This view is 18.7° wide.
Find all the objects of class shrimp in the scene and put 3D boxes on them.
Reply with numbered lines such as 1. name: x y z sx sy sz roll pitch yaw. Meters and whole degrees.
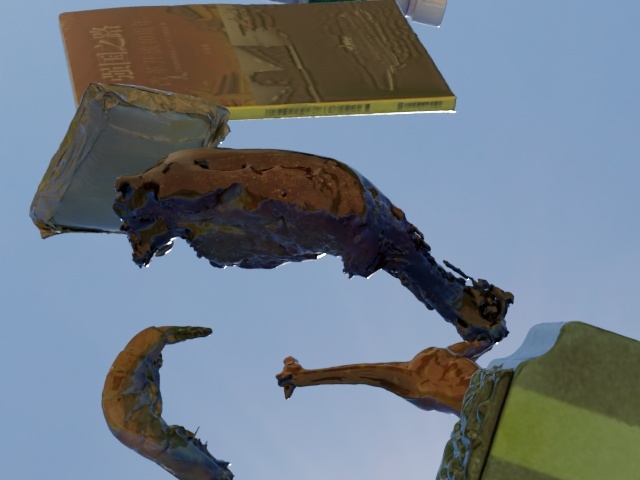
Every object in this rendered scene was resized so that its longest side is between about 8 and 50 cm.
1. shrimp: -0.154 0.213 2.461 0.051 0.262 0.198 -19 -143 55

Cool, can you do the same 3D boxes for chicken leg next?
1. chicken leg: 0.000 0.000 1.154 0.253 0.106 0.051 17 -135 -4

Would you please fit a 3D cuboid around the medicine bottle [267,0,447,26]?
1. medicine bottle: 0.035 -0.334 2.506 0.260 0.095 0.095 10 -151 -3

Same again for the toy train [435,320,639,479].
1. toy train: 0.188 0.199 1.289 0.167 0.238 0.299 144 -34 -83

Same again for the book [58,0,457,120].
1. book: -0.071 -0.183 1.982 0.373 0.028 0.262 -3 -151 -11

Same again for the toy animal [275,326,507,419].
1. toy animal: 0.097 0.135 1.983 0.229 0.066 0.224 -25 -143 -30

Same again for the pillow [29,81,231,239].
1. pillow: -0.156 -0.061 1.556 0.208 0.119 0.053 128 -32 -51
